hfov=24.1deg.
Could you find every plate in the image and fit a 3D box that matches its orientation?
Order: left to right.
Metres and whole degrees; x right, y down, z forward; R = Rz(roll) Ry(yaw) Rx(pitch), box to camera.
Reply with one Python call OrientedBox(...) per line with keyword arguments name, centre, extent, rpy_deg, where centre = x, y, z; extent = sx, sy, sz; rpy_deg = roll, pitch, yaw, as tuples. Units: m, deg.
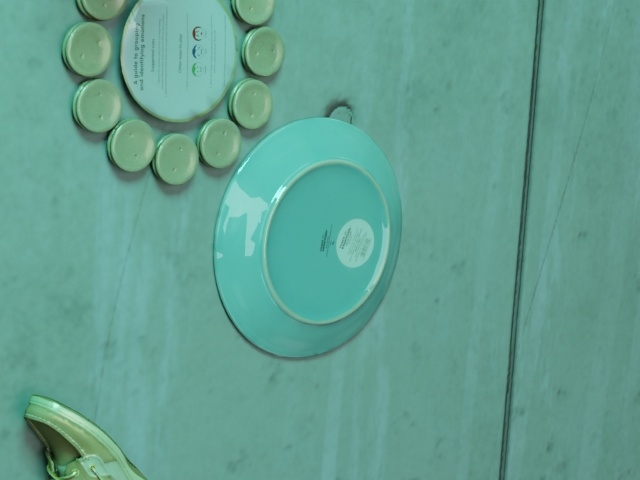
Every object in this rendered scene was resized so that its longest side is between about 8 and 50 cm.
OrientedBox(name="plate", centre=(0.000, 0.000, 1.146), extent=(0.188, 0.024, 0.188), rpy_deg=(-9, 104, -39))

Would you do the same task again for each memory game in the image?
OrientedBox(name="memory game", centre=(-0.099, -0.130, 1.041), extent=(0.186, 0.012, 0.186), rpy_deg=(-10, 106, -39))

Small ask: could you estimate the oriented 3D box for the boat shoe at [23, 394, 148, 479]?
OrientedBox(name="boat shoe", centre=(-0.160, 0.157, 1.023), extent=(0.045, 0.050, 0.135), rpy_deg=(-56, 129, -24))
